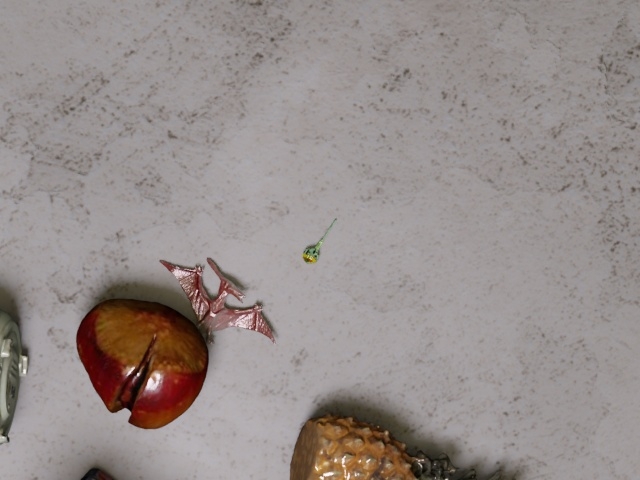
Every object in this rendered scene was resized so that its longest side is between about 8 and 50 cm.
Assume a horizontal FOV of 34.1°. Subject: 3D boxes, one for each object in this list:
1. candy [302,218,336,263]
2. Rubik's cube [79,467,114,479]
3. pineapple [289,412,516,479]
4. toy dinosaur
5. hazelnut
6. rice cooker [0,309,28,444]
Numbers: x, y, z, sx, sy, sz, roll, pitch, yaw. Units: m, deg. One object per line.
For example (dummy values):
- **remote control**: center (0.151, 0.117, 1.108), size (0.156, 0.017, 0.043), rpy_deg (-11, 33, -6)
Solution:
- **candy**: center (0.000, 0.000, 1.624), size (0.023, 0.025, 0.083), rpy_deg (39, 76, -30)
- **Rubik's cube**: center (-0.310, 0.536, 1.454), size (0.287, 0.292, 0.293), rpy_deg (38, 88, -3)
- **pineapple**: center (0.130, 0.367, 1.570), size (0.340, 0.169, 0.169), rpy_deg (14, 88, -10)
- **toy dinosaur**: center (-0.162, 0.100, 1.602), size (0.220, 0.032, 0.108), rpy_deg (33, 89, -1)
- **hazelnut**: center (-0.265, 0.175, 1.536), size (0.204, 0.178, 0.178), rpy_deg (29, 87, 2)
- **rice cooker**: center (-0.552, 0.198, 1.481), size (0.244, 0.226, 0.226), rpy_deg (7, 88, -7)
